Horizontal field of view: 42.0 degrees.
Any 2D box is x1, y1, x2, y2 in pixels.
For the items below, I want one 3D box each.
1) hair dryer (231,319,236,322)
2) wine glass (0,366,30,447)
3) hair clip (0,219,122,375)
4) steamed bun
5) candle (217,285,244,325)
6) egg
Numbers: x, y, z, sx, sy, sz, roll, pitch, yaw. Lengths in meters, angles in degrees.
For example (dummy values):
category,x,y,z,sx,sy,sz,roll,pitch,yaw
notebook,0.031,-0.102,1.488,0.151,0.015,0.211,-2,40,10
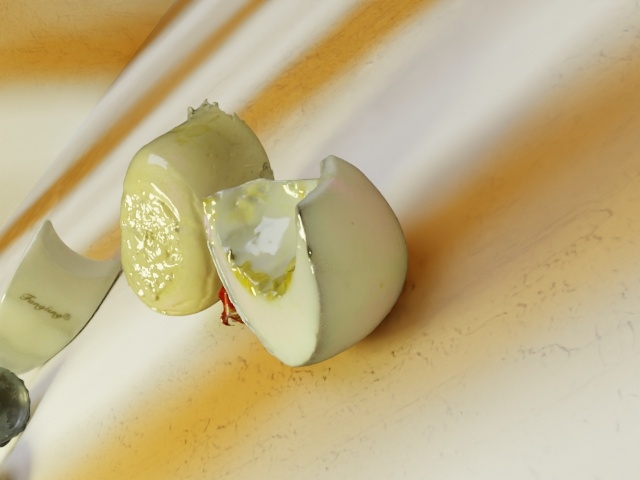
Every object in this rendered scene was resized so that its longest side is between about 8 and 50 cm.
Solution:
category,x,y,z,sx,sy,sz,roll,pitch,yaw
hair dryer,-0.059,0.063,1.088,0.183,0.044,0.155,-17,39,51
wine glass,-0.643,0.315,1.539,0.232,0.156,0.156,-21,38,52
hair clip,-0.529,0.125,1.594,0.282,0.172,0.113,-52,18,16
steamed bun,-0.149,-0.036,1.144,0.166,0.273,0.232,24,32,24
candle,-0.092,0.051,1.062,0.052,0.052,0.130,-6,52,54
egg,0.003,0.018,0.913,0.162,0.206,0.271,-19,5,-26
